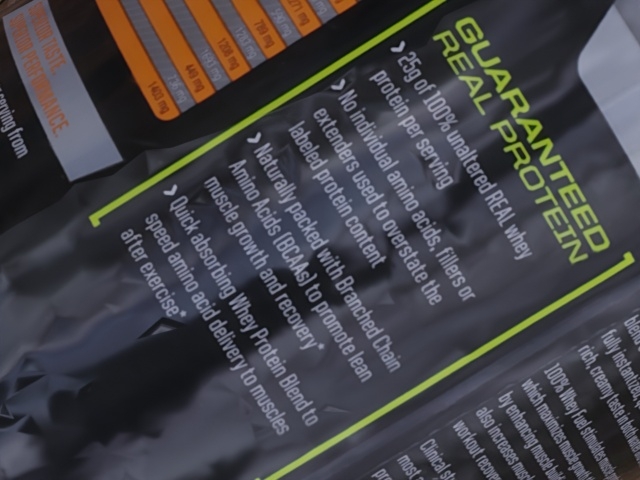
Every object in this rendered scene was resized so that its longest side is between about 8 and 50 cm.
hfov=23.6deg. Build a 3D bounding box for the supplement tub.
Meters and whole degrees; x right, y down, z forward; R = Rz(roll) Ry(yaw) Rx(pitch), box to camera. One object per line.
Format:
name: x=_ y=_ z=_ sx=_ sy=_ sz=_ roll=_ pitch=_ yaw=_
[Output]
supplement tub: x=0.000 y=0.000 z=0.403 sx=0.316 sy=0.193 sz=0.193 roll=-31 pitch=112 yaw=3
